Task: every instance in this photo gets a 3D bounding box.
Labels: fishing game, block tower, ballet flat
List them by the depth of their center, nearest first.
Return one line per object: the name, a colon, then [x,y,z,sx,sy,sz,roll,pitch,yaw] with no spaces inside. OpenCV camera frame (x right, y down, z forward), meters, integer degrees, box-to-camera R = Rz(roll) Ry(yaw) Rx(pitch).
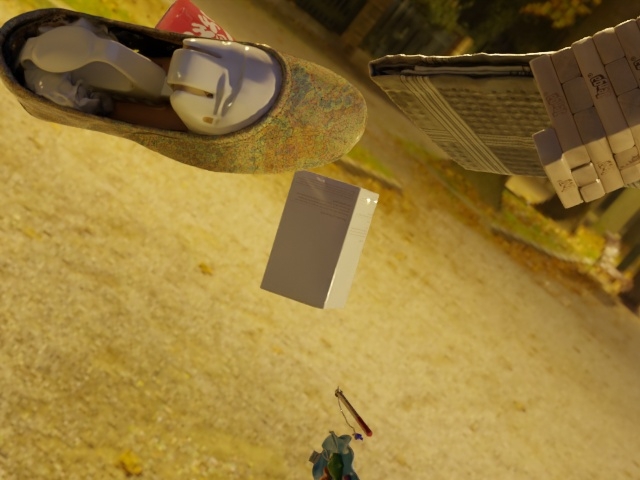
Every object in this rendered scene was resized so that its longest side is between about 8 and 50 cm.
block tower: [0.319,-0.136,0.716,0.091,0.335,0.097,40,32,-56]
ballet flat: [-0.135,-0.136,0.843,0.348,0.123,0.123,13,4,19]
fishing game: [0.009,0.331,1.238,0.041,0.264,0.189,6,13,-17]

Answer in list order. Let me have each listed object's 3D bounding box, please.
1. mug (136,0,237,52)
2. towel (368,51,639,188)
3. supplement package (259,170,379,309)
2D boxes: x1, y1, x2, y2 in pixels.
mug: [-0.102,-0.168,1.017,0.169,0.113,0.150,36,32,-11]
towel: [0.258,-0.149,1.177,0.312,0.056,0.324,9,-13,33]
supplement package: [0.000,0.000,1.393,0.105,0.179,0.105,18,2,17]
